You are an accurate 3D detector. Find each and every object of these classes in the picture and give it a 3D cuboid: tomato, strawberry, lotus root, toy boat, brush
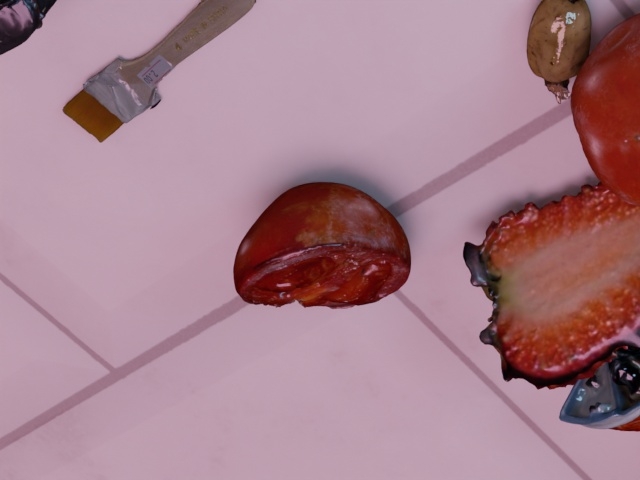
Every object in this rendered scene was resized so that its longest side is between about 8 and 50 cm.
[{"bbox_3d":[0.000,0.000,1.609,0.233,0.140,0.200,10,150,-40],"label":"tomato"},{"bbox_3d":[0.378,-0.139,1.332,0.231,0.188,0.232,9,110,27],"label":"tomato"},{"bbox_3d":[0.345,0.053,1.530,0.306,0.234,0.137,-20,160,26],"label":"strawberry"},{"bbox_3d":[0.270,-0.222,1.397,0.072,0.063,0.152,-2,125,5],"label":"lotus root"},{"bbox_3d":[0.423,0.136,1.594,0.133,0.145,0.332,25,125,-13],"label":"toy boat"},{"bbox_3d":[-0.202,-0.226,1.551,0.085,0.020,0.336,43,127,-20],"label":"brush"}]

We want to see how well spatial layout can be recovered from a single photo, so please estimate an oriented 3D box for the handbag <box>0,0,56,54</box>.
[{"bbox_3d":[-0.416,-0.338,1.410,0.181,0.181,0.254,-18,122,27],"label":"handbag"}]
